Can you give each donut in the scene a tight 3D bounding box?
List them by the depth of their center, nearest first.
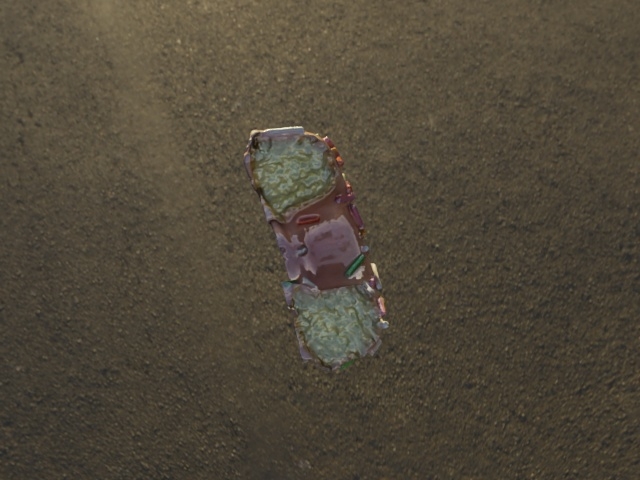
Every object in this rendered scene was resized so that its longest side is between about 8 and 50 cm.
[{"bbox_3d":[0.000,0.000,0.453,0.065,0.117,0.166,-15,98,5],"label":"donut"}]
